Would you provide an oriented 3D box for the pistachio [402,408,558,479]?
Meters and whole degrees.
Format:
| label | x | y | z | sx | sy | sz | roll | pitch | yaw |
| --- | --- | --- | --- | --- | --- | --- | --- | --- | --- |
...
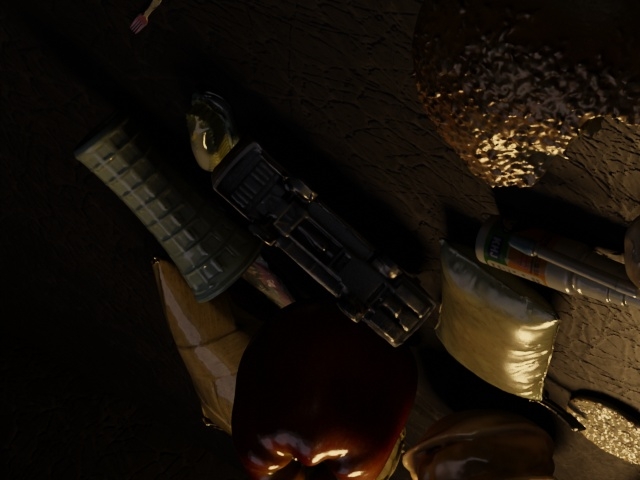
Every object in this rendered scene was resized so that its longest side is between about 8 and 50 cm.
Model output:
| label | x | y | z | sx | sy | sz | roll | pitch | yaw |
| --- | --- | --- | --- | --- | --- | --- | --- | --- | --- |
| pistachio | 0.249 | 0.376 | 2.132 | 0.238 | 0.229 | 0.321 | -4 | 159 | -15 |

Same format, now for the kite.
| label | x | y | z | sx | sy | sz | roll | pitch | yaw |
| --- | --- | --- | --- | --- | --- | --- | --- | --- | --- |
| kite | -0.139 | 0.020 | 2.235 | 0.204 | 0.022 | 0.360 | 21 | 156 | 41 |

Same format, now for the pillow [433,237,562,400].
| label | x | y | z | sx | sy | sz | roll | pitch | yaw |
| --- | --- | --- | --- | --- | --- | --- | --- | --- | --- |
| pillow | 0.228 | 0.113 | 1.785 | 0.185 | 0.075 | 0.302 | 33 | 160 | 19 |

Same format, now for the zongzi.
| label | x | y | z | sx | sy | sz | roll | pitch | yaw |
| --- | --- | --- | --- | --- | --- | --- | --- | --- | --- |
| zongzi | -0.050 | 0.250 | 2.283 | 0.500 | 0.218 | 0.467 | 25 | 161 | 30 |

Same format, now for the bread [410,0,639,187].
| label | x | y | z | sx | sy | sz | roll | pitch | yaw |
| --- | --- | --- | --- | --- | --- | --- | --- | --- | --- |
| bread | 0.182 | -0.159 | 1.133 | 0.192 | 0.171 | 0.314 | 42 | 158 | -27 |

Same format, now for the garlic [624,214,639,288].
| label | x | y | z | sx | sy | sz | roll | pitch | yaw |
| --- | --- | --- | --- | --- | --- | --- | --- | --- | --- |
| garlic | 0.357 | 0.025 | 1.405 | 0.084 | 0.066 | 0.152 | 21 | 153 | 29 |

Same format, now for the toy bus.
| label | x | y | z | sx | sy | sz | roll | pitch | yaw |
| --- | --- | --- | --- | --- | --- | --- | --- | --- | --- |
| toy bus | 0.000 | 0.000 | 1.822 | 0.342 | 0.097 | 0.138 | 41 | -176 | -15 |

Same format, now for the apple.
| label | x | y | z | sx | sy | sz | roll | pitch | yaw |
| --- | --- | --- | --- | --- | --- | --- | --- | --- | --- |
| apple | 0.001 | 0.246 | 2.086 | 0.288 | 0.317 | 0.288 | 8 | 136 | 8 |

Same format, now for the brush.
| label | x | y | z | sx | sy | sz | roll | pitch | yaw |
| --- | --- | --- | --- | --- | --- | --- | --- | --- | --- |
| brush | -0.146 | -0.110 | 1.901 | 0.068 | 0.060 | 0.297 | 26 | 157 | 19 |

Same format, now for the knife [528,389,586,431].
| label | x | y | z | sx | sy | sz | roll | pitch | yaw |
| --- | --- | --- | --- | --- | --- | --- | --- | --- | --- |
| knife | 0.287 | 0.206 | 1.925 | 0.222 | 0.045 | 0.021 | 37 | 122 | 10 |

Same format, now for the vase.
| label | x | y | z | sx | sy | sz | roll | pitch | yaw |
| --- | --- | --- | --- | --- | --- | --- | --- | --- | --- |
| vase | -0.231 | -0.060 | 2.023 | 0.299 | 0.143 | 0.143 | 48 | 157 | -16 |

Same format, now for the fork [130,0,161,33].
| label | x | y | z | sx | sy | sz | roll | pitch | yaw |
| --- | --- | --- | --- | --- | --- | --- | --- | --- | --- |
| fork | -0.218 | -0.288 | 1.698 | 0.016 | 0.012 | 0.115 | 36 | 155 | -12 |

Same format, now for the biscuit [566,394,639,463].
| label | x | y | z | sx | sy | sz | roll | pitch | yaw |
| --- | --- | --- | --- | --- | --- | --- | --- | --- | --- |
| biscuit | 0.414 | 0.267 | 1.908 | 0.152 | 0.020 | 0.152 | 33 | 157 | 16 |

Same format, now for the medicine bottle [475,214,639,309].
| label | x | y | z | sx | sy | sz | roll | pitch | yaw |
| --- | --- | --- | --- | --- | --- | --- | --- | --- | --- |
| medicine bottle | 0.275 | 0.026 | 1.522 | 0.221 | 0.061 | 0.092 | 21 | -179 | 33 |
